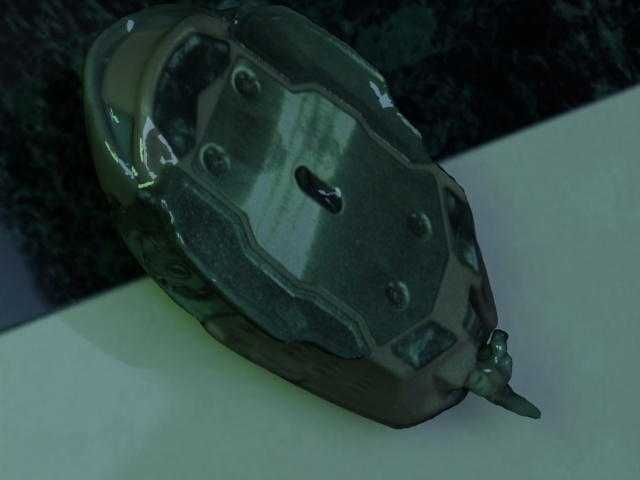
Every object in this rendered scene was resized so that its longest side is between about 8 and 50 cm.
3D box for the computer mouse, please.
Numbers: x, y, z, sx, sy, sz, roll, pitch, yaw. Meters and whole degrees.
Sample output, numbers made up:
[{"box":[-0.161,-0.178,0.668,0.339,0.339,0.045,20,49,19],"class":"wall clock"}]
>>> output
[{"box":[-0.005,0.000,1.140,0.389,0.115,0.199,39,58,-27],"class":"computer mouse"}]
